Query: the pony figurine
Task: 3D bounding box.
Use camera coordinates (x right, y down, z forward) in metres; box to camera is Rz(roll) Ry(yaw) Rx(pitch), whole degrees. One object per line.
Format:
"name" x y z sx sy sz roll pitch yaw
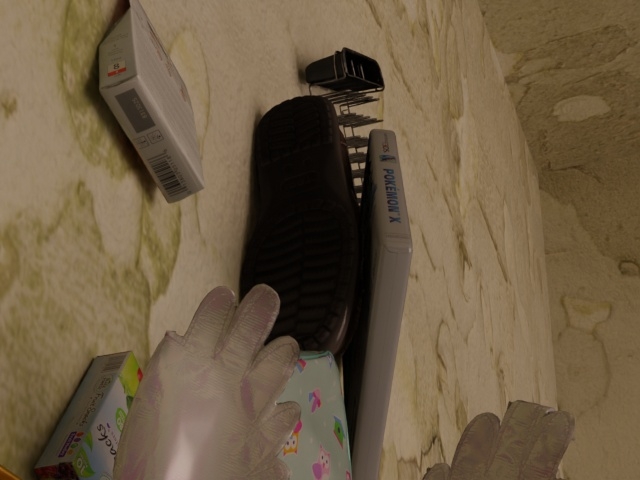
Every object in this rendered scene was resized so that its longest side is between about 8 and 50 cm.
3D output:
"pony figurine" -0.015 0.249 0.822 0.351 0.302 0.363 -59 149 -29

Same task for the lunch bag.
"lunch bag" -0.056 0.217 1.149 0.279 0.107 0.224 1 83 -70

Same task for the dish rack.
"dish rack" 0.050 -0.123 1.741 0.208 0.074 0.272 -7 86 -72

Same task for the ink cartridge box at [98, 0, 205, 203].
"ink cartridge box" -0.164 -0.144 1.170 0.179 0.045 0.145 -109 173 -49

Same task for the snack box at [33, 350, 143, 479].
"snack box" -0.163 0.167 0.958 0.141 0.037 0.100 -70 144 -58

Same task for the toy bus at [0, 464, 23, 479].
"toy bus" -0.207 0.207 0.638 0.104 0.191 0.202 40 37 -17

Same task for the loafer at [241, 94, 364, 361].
"loafer" 0.000 0.000 1.407 0.130 0.133 0.366 58 27 -48

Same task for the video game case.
"video game case" 0.060 0.079 1.429 0.300 0.036 0.329 -91 -174 -62
